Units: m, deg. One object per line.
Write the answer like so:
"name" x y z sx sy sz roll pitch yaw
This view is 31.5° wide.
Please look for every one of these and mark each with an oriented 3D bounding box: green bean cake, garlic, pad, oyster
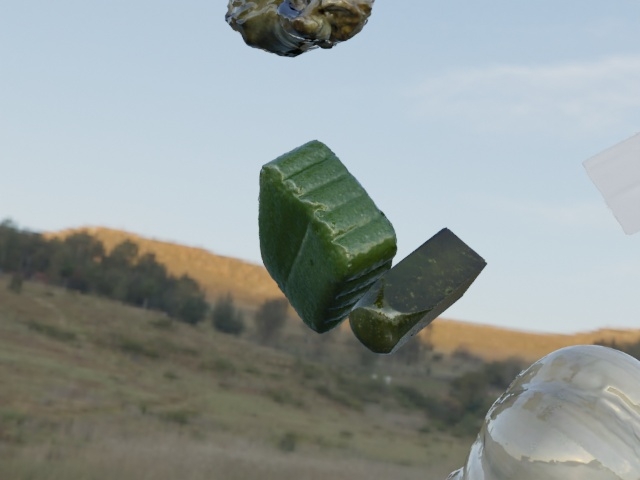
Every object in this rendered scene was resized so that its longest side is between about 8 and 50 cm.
"green bean cake" 0.000 0.000 1.685 0.125 0.222 0.248 -28 -23 -28
"garlic" 0.226 0.235 1.046 0.203 0.281 0.185 35 5 15
"pad" 0.533 -0.115 1.729 0.232 0.156 0.004 -27 -30 5
"oyster" -0.009 -0.280 1.293 0.197 0.133 0.337 -16 13 -12

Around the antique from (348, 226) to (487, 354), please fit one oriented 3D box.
"antique" 0.128 0.072 1.530 0.081 0.221 0.080 41 -48 14
